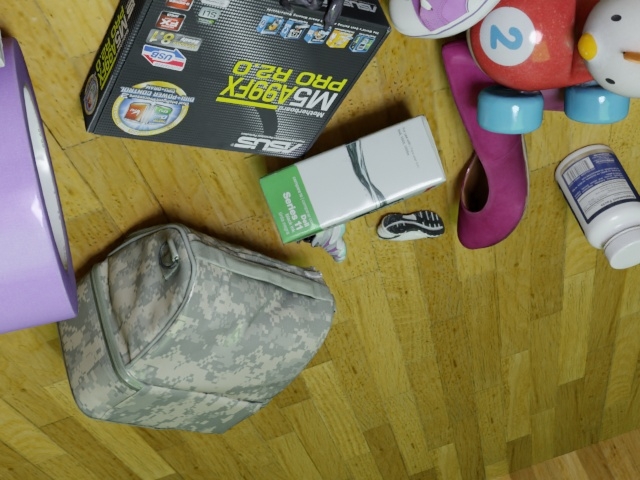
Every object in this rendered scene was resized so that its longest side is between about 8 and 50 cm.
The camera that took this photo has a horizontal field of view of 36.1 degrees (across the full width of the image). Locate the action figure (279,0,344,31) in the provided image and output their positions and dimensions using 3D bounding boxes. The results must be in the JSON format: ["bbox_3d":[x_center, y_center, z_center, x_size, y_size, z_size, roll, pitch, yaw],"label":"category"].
[{"bbox_3d":[-0.051,-0.283,0.858,0.276,0.140,0.164,8,139,-11],"label":"action figure"}]

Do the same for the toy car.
[{"bbox_3d":[0.282,-0.203,0.982,0.210,0.238,0.219,-8,113,-16],"label":"toy car"}]

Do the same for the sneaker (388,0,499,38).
[{"bbox_3d":[0.123,-0.283,0.921,0.161,0.102,0.282,-6,164,-38],"label":"sneaker"}]

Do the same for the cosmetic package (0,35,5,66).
[{"bbox_3d":[-0.422,-0.197,0.780,0.296,0.153,0.129,-16,148,-8],"label":"cosmetic package"}]

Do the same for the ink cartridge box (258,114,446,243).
[{"bbox_3d":[0.041,-0.072,1.205,0.209,0.086,0.153,-21,179,3],"label":"ink cartridge box"}]

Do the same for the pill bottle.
[{"bbox_3d":[0.412,-0.047,1.409,0.094,0.169,0.094,-13,147,-9],"label":"pill bottle"}]

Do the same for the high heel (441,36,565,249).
[{"bbox_3d":[0.191,-0.120,1.262,0.181,0.127,0.377,3,138,-12],"label":"high heel"}]

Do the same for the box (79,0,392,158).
[{"bbox_3d":[-0.091,-0.189,1.043,0.270,0.060,0.216,5,140,-33],"label":"box"}]

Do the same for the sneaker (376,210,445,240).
[{"bbox_3d":[0.131,-0.019,1.438,0.109,0.040,0.044,2,158,-24],"label":"sneaker"}]

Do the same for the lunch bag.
[{"bbox_3d":[-0.155,0.108,1.309,0.256,0.212,0.305,-36,144,26],"label":"lunch bag"}]

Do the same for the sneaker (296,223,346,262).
[{"bbox_3d":[0.000,0.000,1.395,0.069,0.038,0.098,-13,137,-7],"label":"sneaker"}]

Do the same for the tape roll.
[{"bbox_3d":[-0.304,-0.051,0.939,0.090,0.274,0.274,-13,147,-11],"label":"tape roll"}]
